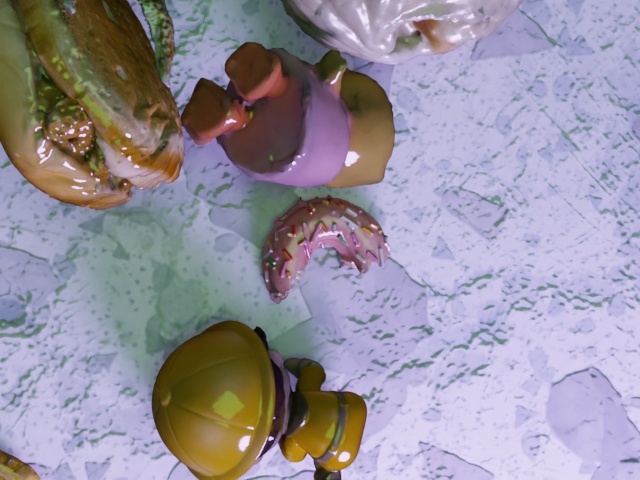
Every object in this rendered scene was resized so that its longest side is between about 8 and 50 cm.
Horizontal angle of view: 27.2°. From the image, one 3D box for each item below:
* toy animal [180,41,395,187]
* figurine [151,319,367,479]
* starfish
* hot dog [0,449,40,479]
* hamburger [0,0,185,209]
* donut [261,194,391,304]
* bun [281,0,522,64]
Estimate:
[{"bbox_3d":[-0.007,-0.139,1.545,0.195,0.281,0.169,-37,73,29],"label":"toy animal"},{"bbox_3d":[-0.072,0.199,1.571,0.256,0.167,0.192,11,76,-12],"label":"figurine"},{"bbox_3d":[-0.223,-0.329,1.454,0.078,0.347,0.358,-33,84,14],"label":"starfish"},{"bbox_3d":[-0.431,0.247,1.570,0.215,0.047,0.066,25,124,-8],"label":"hot dog"},{"bbox_3d":[-0.269,-0.179,1.464,0.174,0.304,0.284,-21,85,2],"label":"hamburger"},{"bbox_3d":[0.000,0.000,1.628,0.166,0.065,0.117,-24,95,-10],"label":"donut"},{"bbox_3d":[0.117,-0.330,1.518,0.349,0.352,0.227,-20,82,29],"label":"bun"}]
